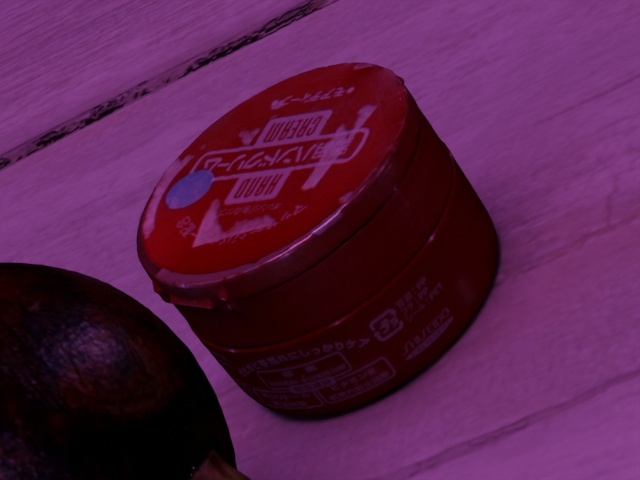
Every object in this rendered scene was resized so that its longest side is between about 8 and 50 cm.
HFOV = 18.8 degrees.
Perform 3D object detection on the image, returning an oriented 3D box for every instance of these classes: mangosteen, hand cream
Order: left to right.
[{"bbox_3d":[-0.168,0.183,1.145,0.359,0.306,0.306,37,72,20],"label":"mangosteen"},{"bbox_3d":[0.000,0.000,1.341,0.230,0.149,0.230,-26,30,16],"label":"hand cream"}]
